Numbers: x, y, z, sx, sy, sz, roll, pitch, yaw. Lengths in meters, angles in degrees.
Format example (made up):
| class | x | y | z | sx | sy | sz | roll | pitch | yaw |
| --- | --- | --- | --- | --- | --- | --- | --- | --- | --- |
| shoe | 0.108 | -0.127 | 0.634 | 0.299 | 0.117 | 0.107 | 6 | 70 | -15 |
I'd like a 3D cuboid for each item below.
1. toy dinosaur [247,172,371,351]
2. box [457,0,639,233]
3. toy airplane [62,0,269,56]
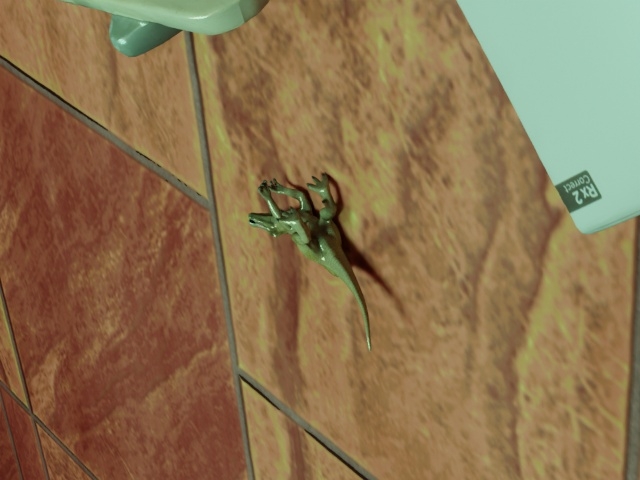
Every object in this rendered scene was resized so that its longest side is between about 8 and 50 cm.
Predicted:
| class | x | y | z | sx | sy | sz | roll | pitch | yaw |
| --- | --- | --- | --- | --- | --- | --- | --- | --- | --- |
| toy dinosaur | 0.000 | 0.000 | 1.135 | 0.183 | 0.053 | 0.093 | 43 | 162 | 46 |
| box | 0.167 | -0.121 | 0.664 | 0.182 | 0.119 | 0.181 | 62 | 151 | 2 |
| toy airplane | -0.215 | -0.245 | 1.043 | 0.384 | 0.272 | 0.386 | -29 | 72 | 30 |
